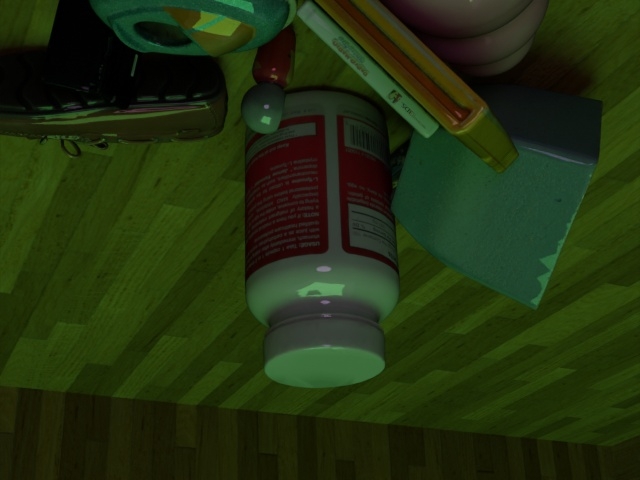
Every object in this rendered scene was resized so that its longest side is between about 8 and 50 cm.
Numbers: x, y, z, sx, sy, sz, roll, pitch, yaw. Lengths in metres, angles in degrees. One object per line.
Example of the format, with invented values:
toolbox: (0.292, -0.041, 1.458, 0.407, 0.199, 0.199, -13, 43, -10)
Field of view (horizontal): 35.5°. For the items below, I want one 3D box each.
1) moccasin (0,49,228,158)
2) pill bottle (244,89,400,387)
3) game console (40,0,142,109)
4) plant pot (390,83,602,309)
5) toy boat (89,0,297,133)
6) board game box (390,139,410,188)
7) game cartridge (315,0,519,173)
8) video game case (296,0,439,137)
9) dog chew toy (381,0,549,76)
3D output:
moccasin: (-0.323, -0.188, 1.418, 0.379, 0.139, 0.147, -6, 146, -13)
pill bottle: (0.000, 0.000, 1.495, 0.228, 0.408, 0.229, -1, 153, -1)
game console: (-0.294, -0.246, 1.310, 0.071, 0.122, 0.107, 8, 171, 25)
plant pot: (0.247, -0.095, 1.462, 0.252, 0.247, 0.248, 20, 121, 7)
toy boat: (-0.122, -0.252, 1.236, 0.267, 0.148, 0.318, 3, 164, 30)
board game box: (0.197, -0.117, 1.684, 0.165, 0.042, 0.243, 12, 150, -26)
game cartridge: (0.105, -0.204, 1.175, 0.053, 0.285, 0.323, -45, 165, 8)
video game case: (0.056, -0.216, 1.225, 0.206, 0.227, 0.026, 43, 100, -8)
dog chew toy: (0.176, -0.298, 1.160, 0.206, 0.207, 0.332, -10, 160, 16)
